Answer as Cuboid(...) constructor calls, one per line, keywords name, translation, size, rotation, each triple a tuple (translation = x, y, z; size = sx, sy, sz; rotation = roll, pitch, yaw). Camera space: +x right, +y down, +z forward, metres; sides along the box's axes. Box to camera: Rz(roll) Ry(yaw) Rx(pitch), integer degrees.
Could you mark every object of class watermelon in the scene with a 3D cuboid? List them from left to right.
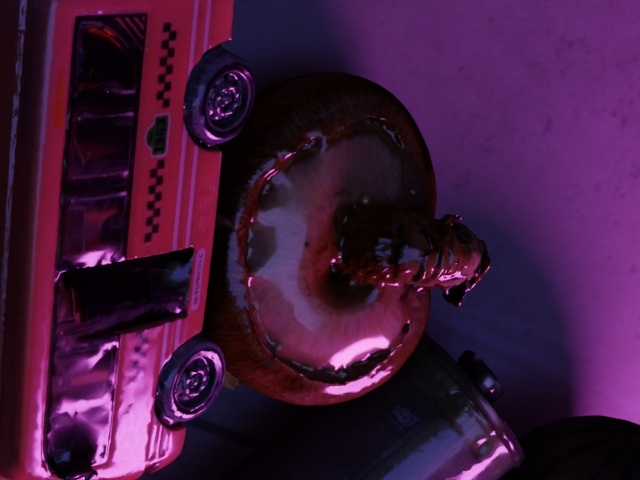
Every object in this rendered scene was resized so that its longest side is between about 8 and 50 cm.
Cuboid(name="watermelon", translation=(0.263, 0.355, 1.498), size=(0.278, 0.279, 0.359), rotation=(14, 107, -29))

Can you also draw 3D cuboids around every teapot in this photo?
Cuboid(name="teapot", translation=(0.051, 0.254, 1.384), size=(0.337, 0.200, 0.270), rotation=(-40, 81, -7))

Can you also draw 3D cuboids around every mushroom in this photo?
Cuboid(name="mushroom", translation=(0.002, -0.002, 1.292), size=(0.278, 0.163, 0.297), rotation=(6, 97, -13))

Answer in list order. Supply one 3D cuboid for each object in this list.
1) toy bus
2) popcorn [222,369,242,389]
Cuboid(name="toy bus", translation=(-0.205, -0.018, 1.127), size=(0.233, 0.203, 0.427), rotation=(-13, 118, -47))
Cuboid(name="popcorn", translation=(-0.102, 0.094, 1.343), size=(0.084, 0.084, 0.084), rotation=(-9, 114, -21))
